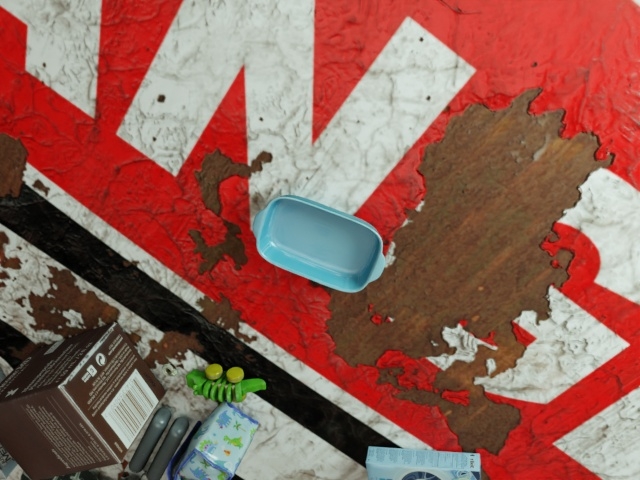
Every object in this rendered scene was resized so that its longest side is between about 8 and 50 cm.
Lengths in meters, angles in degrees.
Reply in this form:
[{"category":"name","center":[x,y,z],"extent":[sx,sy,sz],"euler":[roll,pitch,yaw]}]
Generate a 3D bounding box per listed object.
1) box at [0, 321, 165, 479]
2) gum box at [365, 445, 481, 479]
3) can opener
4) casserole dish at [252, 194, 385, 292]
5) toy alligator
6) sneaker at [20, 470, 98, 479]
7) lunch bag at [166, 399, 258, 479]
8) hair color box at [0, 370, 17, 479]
[{"category":"box","center":[-0.411,0.270,1.000],"extent":[0.203,0.168,0.167],"euler":[-19,112,22]},{"category":"gum box","center":[0.178,0.424,1.012],"extent":[0.185,0.041,0.156],"euler":[-2,117,16]},{"category":"can opener","center":[-0.325,0.429,1.116],"extent":[0.074,0.093,0.280],"euler":[29,115,-4]},{"category":"casserole dish","center":[0.000,0.000,0.826],"extent":[0.189,0.037,0.114],"euler":[21,121,3]},{"category":"toy alligator","center":[-0.187,0.243,0.997],"extent":[0.190,0.051,0.056],"euler":[5,119,11]},{"category":"sneaker","center":[-0.482,0.543,1.209],"extent":[0.279,0.107,0.118],"euler":[27,126,-1]},{"category":"lunch bag","center":[-0.193,0.369,1.023],"extent":[0.096,0.129,0.151],"euler":[36,122,-2]},{"category":"hair color box","center":[-0.770,0.363,1.174],"extent":[0.375,0.113,0.185],"euler":[-7,116,18]}]
